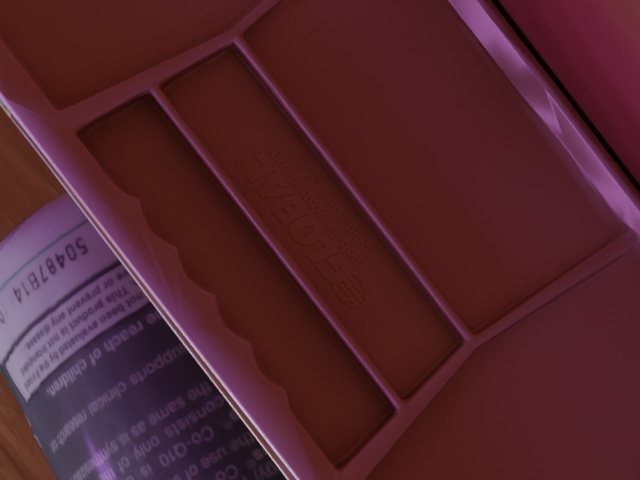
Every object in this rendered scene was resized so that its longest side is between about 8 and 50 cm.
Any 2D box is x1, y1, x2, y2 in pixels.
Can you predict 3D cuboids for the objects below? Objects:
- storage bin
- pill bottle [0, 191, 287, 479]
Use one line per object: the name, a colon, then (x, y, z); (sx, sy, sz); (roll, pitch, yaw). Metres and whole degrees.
storage bin: (0.000, 0.000, 0.513); (0.260, 0.123, 0.262); (53, 173, 0)
pill bottle: (-0.015, 0.136, 0.768); (0.361, 0.204, 0.204); (60, 175, 13)
